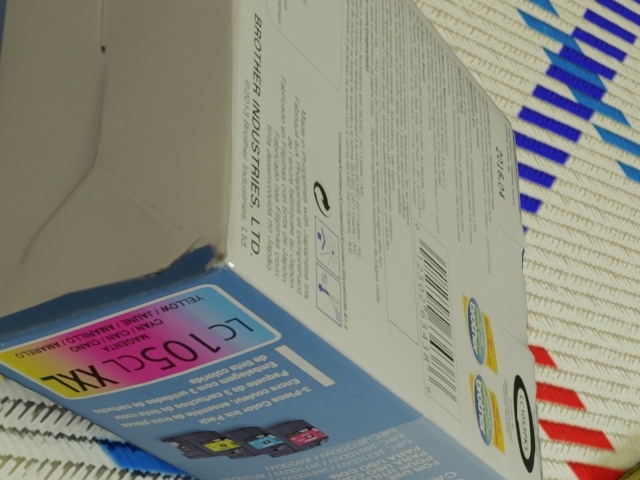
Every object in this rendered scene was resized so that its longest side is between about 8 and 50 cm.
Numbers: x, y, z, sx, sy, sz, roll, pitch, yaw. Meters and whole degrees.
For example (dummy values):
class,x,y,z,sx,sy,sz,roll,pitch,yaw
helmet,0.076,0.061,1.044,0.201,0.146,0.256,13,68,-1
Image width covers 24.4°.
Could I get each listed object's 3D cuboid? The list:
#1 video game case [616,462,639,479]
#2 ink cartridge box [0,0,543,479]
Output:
class,x,y,z,sx,sy,sz,roll,pitch,yaw
video game case,0.340,0.286,1.184,0.248,0.035,0.275,-18,83,-53
ink cartridge box,0.000,0.000,0.805,0.395,0.151,0.270,39,42,-48
